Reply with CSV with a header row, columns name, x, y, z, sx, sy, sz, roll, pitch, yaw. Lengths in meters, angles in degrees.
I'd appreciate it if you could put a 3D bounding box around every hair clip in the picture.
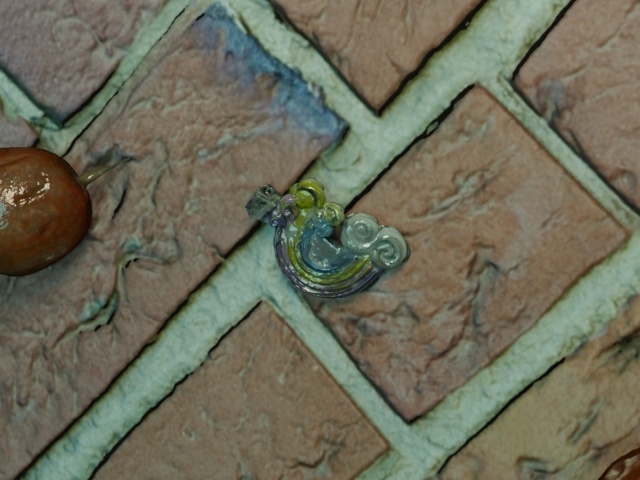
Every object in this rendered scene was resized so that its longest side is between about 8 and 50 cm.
name,x,y,z,sx,sy,sz,roll,pitch,yaw
hair clip,0.000,0.000,1.354,0.172,0.049,0.116,35,120,4

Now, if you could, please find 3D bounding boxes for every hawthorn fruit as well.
name,x,y,z,sx,sy,sz,roll,pitch,yaw
hawthorn fruit,-0.316,-0.039,1.404,0.189,0.149,0.149,-21,89,25

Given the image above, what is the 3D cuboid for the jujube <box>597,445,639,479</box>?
name,x,y,z,sx,sy,sz,roll,pitch,yaw
jujube,0.405,0.254,1.161,0.342,0.216,0.216,-22,89,7
